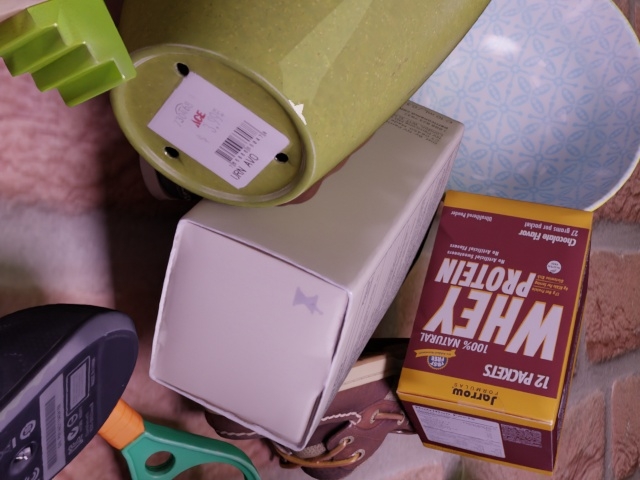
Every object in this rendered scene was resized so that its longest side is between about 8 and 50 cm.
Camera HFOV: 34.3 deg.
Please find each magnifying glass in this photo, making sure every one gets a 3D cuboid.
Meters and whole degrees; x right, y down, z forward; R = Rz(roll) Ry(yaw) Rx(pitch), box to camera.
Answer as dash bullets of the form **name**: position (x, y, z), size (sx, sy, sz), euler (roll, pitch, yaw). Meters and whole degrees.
- **magnifying glass**: position (-0.123, 0.154, 0.752), size (0.092, 0.026, 0.231), euler (-38, 123, 0)

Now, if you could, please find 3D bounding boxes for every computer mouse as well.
- **computer mouse**: position (-0.210, 0.116, 0.580), size (0.272, 0.072, 0.188), euler (-43, 156, -45)

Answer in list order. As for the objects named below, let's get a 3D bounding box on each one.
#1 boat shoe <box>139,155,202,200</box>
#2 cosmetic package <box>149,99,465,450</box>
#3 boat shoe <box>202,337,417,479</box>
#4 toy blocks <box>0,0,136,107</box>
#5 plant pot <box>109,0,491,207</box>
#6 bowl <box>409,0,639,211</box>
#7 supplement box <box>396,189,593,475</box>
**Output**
- **boat shoe**: position (-0.052, -0.105, 0.848), size (0.233, 0.079, 0.084), euler (-52, 131, -46)
- **cosmetic package**: position (0.000, 0.000, 0.807), size (0.296, 0.129, 0.153), euler (-52, 162, -57)
- **boat shoe**: position (0.014, 0.156, 0.922), size (0.342, 0.123, 0.123), euler (2, 87, -64)
- **toy blocks**: position (-0.267, -0.191, 0.405), size (0.261, 0.191, 0.381), euler (-37, 108, -49)
- **plant pot**: position (-0.015, -0.174, 0.706), size (0.274, 0.275, 0.293), euler (60, 41, -40)
- **bowl**: position (0.198, -0.147, 1.144), size (0.156, 0.290, 0.289), euler (145, -49, -77)
- **supplement box**: position (0.165, 0.088, 0.942), size (0.194, 0.129, 0.191), euler (63, 40, -63)
